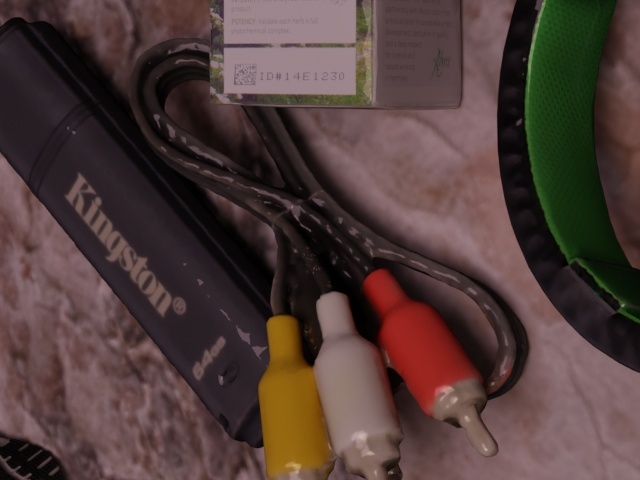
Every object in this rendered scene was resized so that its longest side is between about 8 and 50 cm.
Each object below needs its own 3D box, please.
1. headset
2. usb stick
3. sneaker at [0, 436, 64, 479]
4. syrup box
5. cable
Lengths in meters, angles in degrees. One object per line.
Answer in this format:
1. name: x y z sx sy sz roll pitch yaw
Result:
1. headset: 0.218 -0.124 0.667 0.243 0.185 0.394 50 125 45
2. usb stick: -0.099 -0.009 0.937 0.278 0.045 0.077 49 116 19
3. sneaker: -0.191 0.139 1.019 0.109 0.040 0.044 24 123 33
4. syrup box: 0.009 -0.181 0.823 0.093 0.096 0.237 3 95 31
5. cable: 0.000 0.000 0.850 0.139 0.072 0.287 -26 71 4
